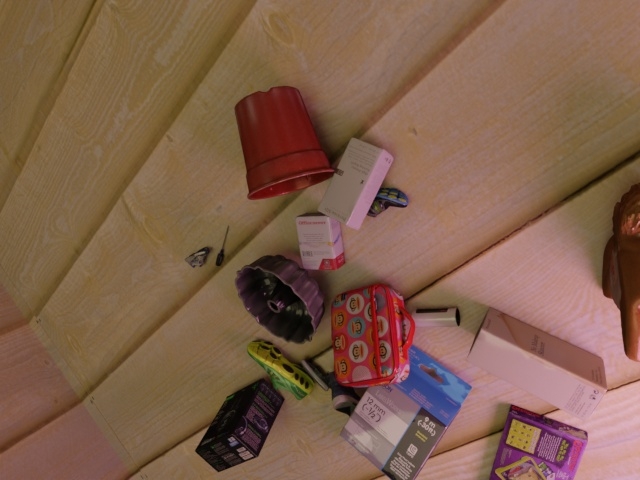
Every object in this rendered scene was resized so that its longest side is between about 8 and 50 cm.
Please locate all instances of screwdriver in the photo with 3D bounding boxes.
[{"bbox_3d":[-0.358,0.021,1.699,0.025,0.024,0.170,20,111,-11],"label":"screwdriver"}]

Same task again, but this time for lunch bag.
[{"bbox_3d":[0.162,0.284,1.369,0.258,0.120,0.294,-19,62,33],"label":"lunch bag"}]

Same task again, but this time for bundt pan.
[{"bbox_3d":[-0.121,0.181,1.518,0.330,0.124,0.331,23,137,24],"label":"bundt pan"}]

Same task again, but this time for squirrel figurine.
[{"bbox_3d":[0.806,0.028,0.921,0.369,0.281,0.398,-2,107,23],"label":"squirrel figurine"}]

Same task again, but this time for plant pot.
[{"bbox_3d":[-0.120,-0.285,1.340,0.272,0.272,0.265,-17,90,32],"label":"plant pot"}]

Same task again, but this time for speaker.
[{"bbox_3d":[0.342,0.230,1.357,0.136,0.055,0.055,-8,102,31],"label":"speaker"}]

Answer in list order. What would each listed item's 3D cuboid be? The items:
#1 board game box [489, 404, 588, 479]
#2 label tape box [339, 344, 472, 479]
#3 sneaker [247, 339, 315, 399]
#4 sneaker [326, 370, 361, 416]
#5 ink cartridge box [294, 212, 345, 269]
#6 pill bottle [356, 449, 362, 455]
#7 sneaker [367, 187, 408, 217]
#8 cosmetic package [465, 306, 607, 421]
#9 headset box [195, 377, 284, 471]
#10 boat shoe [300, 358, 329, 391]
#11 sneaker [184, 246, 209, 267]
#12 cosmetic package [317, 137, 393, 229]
[{"bbox_3d":[0.625,0.671,1.349,0.208,0.056,0.347,17,113,28],"label":"board game box"},{"bbox_3d":[0.254,0.516,1.379,0.249,0.115,0.348,33,99,27],"label":"label tape box"},{"bbox_3d":[-0.162,0.482,1.681,0.295,0.109,0.124,35,115,14],"label":"sneaker"},{"bbox_3d":[0.102,0.521,1.569,0.086,0.164,0.226,-33,130,11],"label":"sneaker"},{"bbox_3d":[0.000,0.000,1.460,0.127,0.072,0.175,0,106,30],"label":"ink cartridge box"},{"bbox_3d":[0.223,0.655,1.520,0.208,0.119,0.119,-23,94,32],"label":"pill bottle"},{"bbox_3d":[0.172,-0.108,1.344,0.188,0.067,0.078,0,117,32],"label":"sneaker"},{"bbox_3d":[0.562,0.314,1.204,0.309,0.160,0.113,26,115,18],"label":"cosmetic package"},{"bbox_3d":[-0.295,0.686,1.727,0.246,0.283,0.131,-35,103,33],"label":"headset box"},{"bbox_3d":[-0.014,0.475,1.639,0.142,0.040,0.049,47,159,7],"label":"boat shoe"},{"bbox_3d":[-0.460,0.068,1.755,0.135,0.052,0.058,-24,103,40],"label":"sneaker"},{"bbox_3d":[0.098,-0.160,1.299,0.117,0.085,0.231,29,96,33],"label":"cosmetic package"}]
